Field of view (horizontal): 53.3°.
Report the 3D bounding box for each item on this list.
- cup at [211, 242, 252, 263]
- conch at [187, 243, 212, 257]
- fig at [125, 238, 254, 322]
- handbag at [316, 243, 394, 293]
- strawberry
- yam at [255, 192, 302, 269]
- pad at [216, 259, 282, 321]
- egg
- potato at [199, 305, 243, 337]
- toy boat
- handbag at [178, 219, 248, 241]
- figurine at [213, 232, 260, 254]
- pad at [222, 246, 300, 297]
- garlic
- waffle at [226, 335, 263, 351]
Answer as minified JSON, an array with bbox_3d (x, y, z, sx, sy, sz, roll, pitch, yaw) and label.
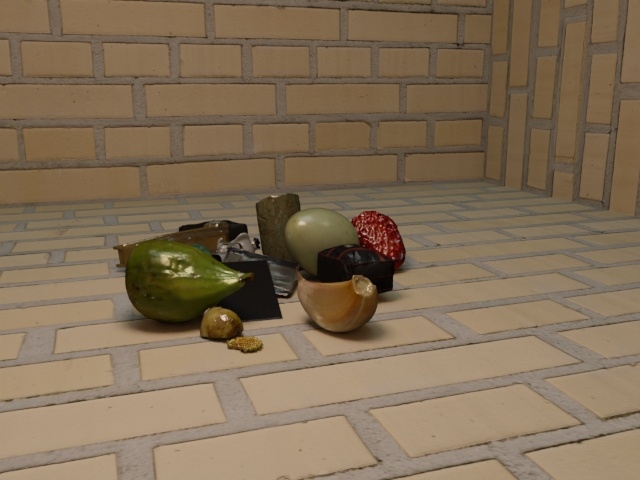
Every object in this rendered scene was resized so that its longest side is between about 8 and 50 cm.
[{"bbox_3d":[-0.286,0.068,2.044,0.130,0.128,0.095,-7,4,-36],"label":"cup"},{"bbox_3d":[-0.426,0.079,1.984,0.202,0.134,0.196,3,12,11],"label":"conch"},{"bbox_3d":[-0.361,0.107,1.650,0.314,0.233,0.233,4,13,37],"label":"fig"},{"bbox_3d":[0.106,0.089,1.885,0.169,0.155,0.215,1,9,-25],"label":"handbag"},{"bbox_3d":[0.200,0.015,2.192,0.205,0.205,0.244,-7,34,-25],"label":"strawberry"},{"bbox_3d":[-0.134,-0.027,2.198,0.161,0.267,0.161,-8,6,1],"label":"yam"},{"bbox_3d":[-0.229,0.140,1.812,0.202,0.005,0.299,-4,31,-13],"label":"pad"},{"bbox_3d":[0.000,0.000,2.048,0.219,0.218,0.295,10,-17,37],"label":"egg"},{"bbox_3d":[-0.237,0.201,1.581,0.103,0.066,0.096,0,14,36],"label":"potato"},{"bbox_3d":[-0.513,0.017,2.277,0.446,0.135,0.162,-13,13,-40],"label":"toy boat"},{"bbox_3d":[-0.445,-0.046,2.647,0.247,0.080,0.223,-8,14,-31],"label":"handbag"},{"bbox_3d":[-0.289,0.046,2.163,0.192,0.147,0.126,-26,41,-20],"label":"figurine"},{"bbox_3d":[-0.188,0.095,1.943,0.233,0.022,0.174,13,36,0],"label":"pad"},{"bbox_3d":[0.041,0.148,1.621,0.245,0.164,0.145,4,30,41],"label":"garlic"},{"bbox_3d":[-0.177,0.247,1.517,0.078,0.016,0.085,-12,18,-40],"label":"waffle"}]
